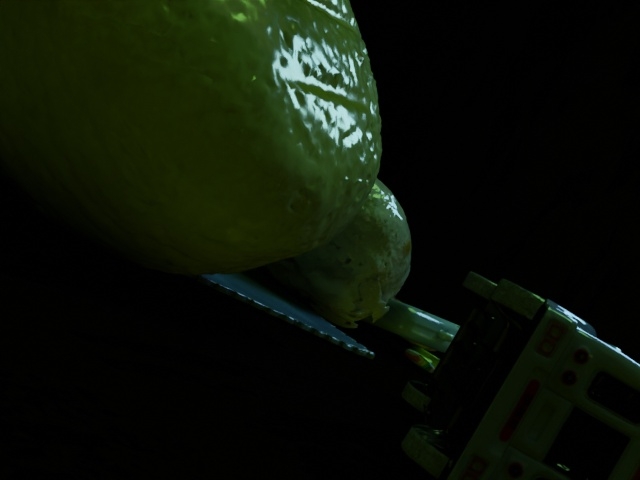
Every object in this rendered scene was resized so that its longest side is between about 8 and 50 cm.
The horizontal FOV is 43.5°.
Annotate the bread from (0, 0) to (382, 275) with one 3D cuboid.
[{"bbox_3d":[-0.089,-0.124,0.578,0.237,0.320,0.320,-5,-17,27],"label":"bread"}]

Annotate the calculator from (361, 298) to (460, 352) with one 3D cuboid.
[{"bbox_3d":[0.093,0.102,1.117,0.141,0.045,0.246,24,-5,-41],"label":"calculator"}]

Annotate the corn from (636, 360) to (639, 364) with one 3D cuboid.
[{"bbox_3d":[0.323,0.199,0.555,0.290,0.098,0.098,49,7,21],"label":"corn"}]

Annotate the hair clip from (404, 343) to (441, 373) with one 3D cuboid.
[{"bbox_3d":[0.175,0.173,1.063,0.188,0.033,0.060,22,3,-34],"label":"hair clip"}]

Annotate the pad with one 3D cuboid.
[{"bbox_3d":[-0.102,0.031,0.835,0.269,0.012,0.269,29,1,-37],"label":"pad"}]

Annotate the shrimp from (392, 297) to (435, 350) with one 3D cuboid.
[{"bbox_3d":[0.078,0.104,1.366,0.289,0.075,0.178,43,5,10],"label":"shrimp"}]

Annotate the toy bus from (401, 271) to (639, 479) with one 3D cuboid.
[{"bbox_3d":[0.142,0.106,0.559,0.133,0.125,0.292,30,1,5],"label":"toy bus"}]

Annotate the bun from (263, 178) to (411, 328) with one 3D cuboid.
[{"bbox_3d":[0.000,0.000,0.971,0.239,0.141,0.239,42,-26,26],"label":"bun"}]
